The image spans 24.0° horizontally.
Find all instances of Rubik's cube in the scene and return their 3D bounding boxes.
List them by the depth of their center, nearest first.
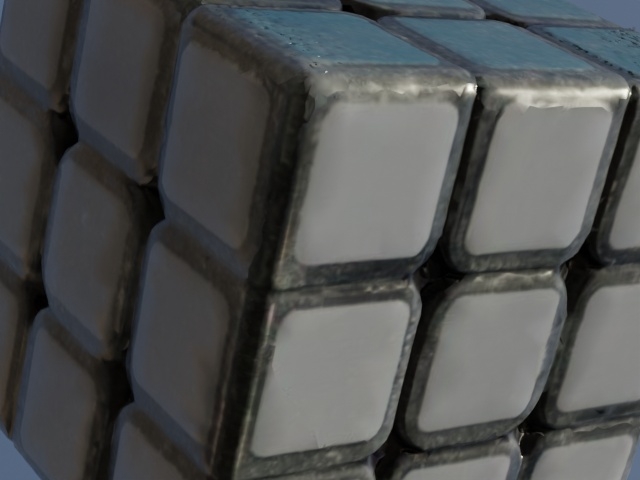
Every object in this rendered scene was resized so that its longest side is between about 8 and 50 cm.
[{"bbox_3d":[0.000,0.000,0.839,0.305,0.301,0.303,34,-61,46],"label":"Rubik's cube"}]
